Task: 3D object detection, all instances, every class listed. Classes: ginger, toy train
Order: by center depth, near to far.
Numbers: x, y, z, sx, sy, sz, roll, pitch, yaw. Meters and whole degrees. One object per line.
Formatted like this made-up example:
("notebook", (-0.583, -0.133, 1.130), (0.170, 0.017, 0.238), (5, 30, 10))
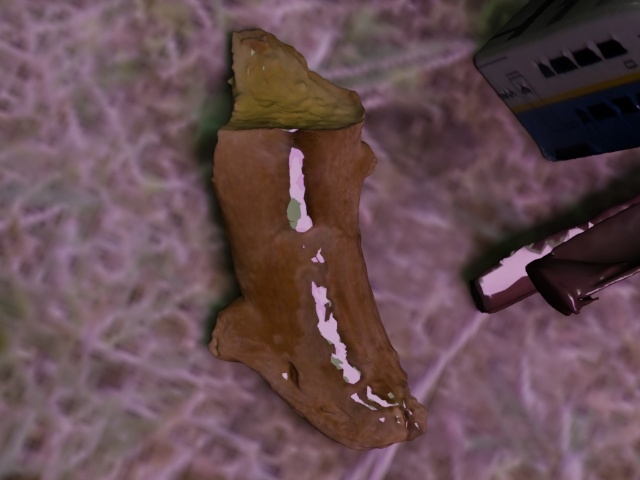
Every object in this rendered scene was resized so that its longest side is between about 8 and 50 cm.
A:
("toy train", (0.111, -0.060, 0.453), (0.052, 0.234, 0.051), (-44, 99, -11))
("ginger", (-0.006, 0.001, 0.521), (0.057, 0.044, 0.137), (-14, 96, -34))

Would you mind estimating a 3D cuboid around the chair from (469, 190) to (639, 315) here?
("chair", (0.230, -0.001, 0.522), (0.326, 0.175, 0.183), (-32, 90, -7))
